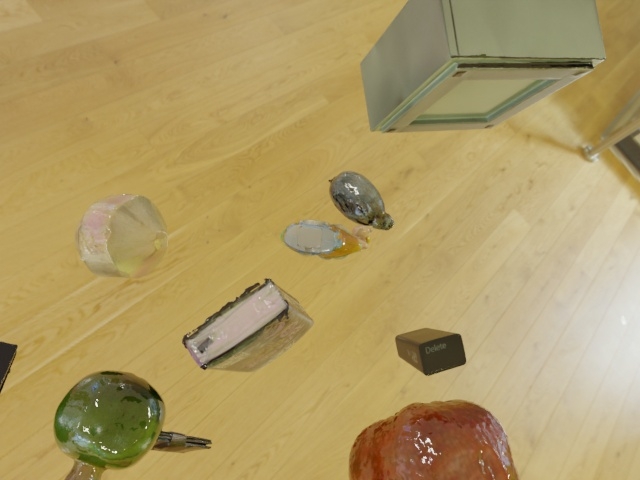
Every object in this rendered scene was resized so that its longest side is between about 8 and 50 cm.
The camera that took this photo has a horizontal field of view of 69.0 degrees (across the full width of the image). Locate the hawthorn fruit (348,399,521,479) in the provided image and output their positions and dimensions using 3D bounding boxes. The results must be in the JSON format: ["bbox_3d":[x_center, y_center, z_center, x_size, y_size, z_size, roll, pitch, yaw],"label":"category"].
[{"bbox_3d":[0.153,0.315,0.543,0.208,0.207,0.243,-3,55,-25],"label":"hawthorn fruit"}]

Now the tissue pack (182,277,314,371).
[{"bbox_3d":[-0.166,0.242,1.225,0.259,0.361,0.122,-36,72,-1],"label":"tissue pack"}]

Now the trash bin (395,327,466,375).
[{"bbox_3d":[0.386,0.387,1.679,0.166,0.225,0.114,-12,92,-14],"label":"trash bin"}]

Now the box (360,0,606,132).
[{"bbox_3d":[0.207,-0.241,0.641,0.225,0.225,0.117,-6,84,-18],"label":"box"}]

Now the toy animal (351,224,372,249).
[{"bbox_3d":[0.136,0.005,1.587,0.092,0.114,0.081,20,51,-23],"label":"toy animal"}]

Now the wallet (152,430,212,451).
[{"bbox_3d":[-0.395,0.504,1.164,0.230,0.124,0.042,39,42,-44],"label":"wallet"}]

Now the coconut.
[{"bbox_3d":[-0.512,-0.008,1.220,0.236,0.237,0.197,51,24,6],"label":"coconut"}]

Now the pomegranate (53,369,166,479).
[{"bbox_3d":[-0.374,0.339,0.803,0.187,0.187,0.225,24,56,-12],"label":"pomegranate"}]

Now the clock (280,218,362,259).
[{"bbox_3d":[0.000,0.000,1.276,0.231,0.144,0.103,10,90,18],"label":"clock"}]

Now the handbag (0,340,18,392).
[{"bbox_3d":[-0.727,0.282,0.777,0.304,0.122,0.329,21,53,-25],"label":"handbag"}]

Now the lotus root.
[{"bbox_3d":[0.078,-0.079,0.929,0.088,0.088,0.165,-26,60,-32],"label":"lotus root"}]
